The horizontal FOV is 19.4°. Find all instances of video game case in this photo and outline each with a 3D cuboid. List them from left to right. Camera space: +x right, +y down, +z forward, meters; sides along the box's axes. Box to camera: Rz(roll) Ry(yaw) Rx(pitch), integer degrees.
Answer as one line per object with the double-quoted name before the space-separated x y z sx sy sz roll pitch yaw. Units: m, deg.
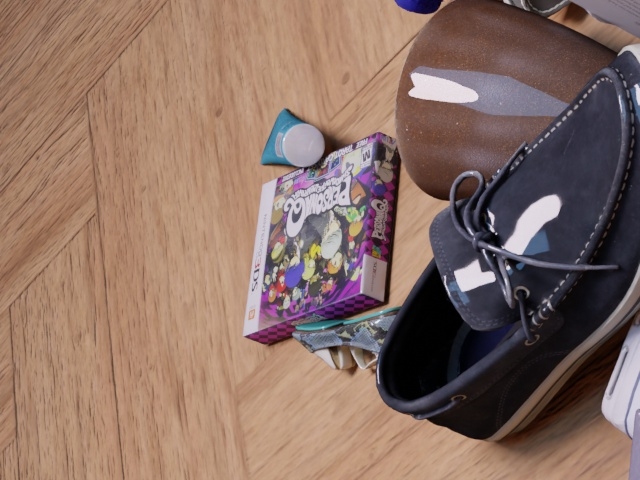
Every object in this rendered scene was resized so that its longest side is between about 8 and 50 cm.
"video game case" 0.000 0.000 2.242 0.232 0.042 0.210 -21 54 48

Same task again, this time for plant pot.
"plant pot" 0.230 -0.122 1.865 0.230 0.215 0.215 17 86 43

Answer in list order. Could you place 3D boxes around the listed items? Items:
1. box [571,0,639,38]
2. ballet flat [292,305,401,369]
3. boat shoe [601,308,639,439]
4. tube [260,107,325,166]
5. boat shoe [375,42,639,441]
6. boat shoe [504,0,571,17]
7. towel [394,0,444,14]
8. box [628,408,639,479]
"box" 0.325 -0.308 1.829 0.119 0.181 0.181 -10 64 52
"ballet flat" 0.033 0.116 2.117 0.188 0.070 0.070 -13 61 56
"boat shoe" 0.323 0.059 1.698 0.084 0.095 0.258 29 95 53
"tube" -0.042 -0.125 2.346 0.080 0.052 0.207 -61 14 0
"boat shoe" 0.190 0.017 1.732 0.500 0.156 0.186 119 148 -45
"boat shoe" 0.298 -0.359 1.965 0.305 0.109 0.091 -56 30 10
"towel" 0.195 -0.397 2.056 0.308 0.076 0.227 -51 16 27
"box" 0.343 0.261 1.508 0.163 0.142 0.247 -16 59 51
